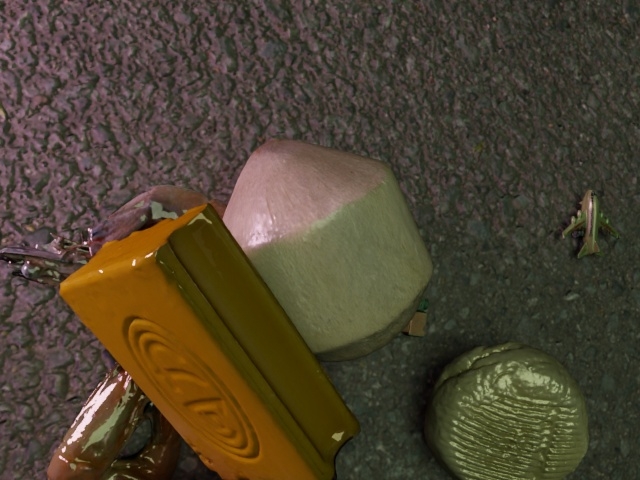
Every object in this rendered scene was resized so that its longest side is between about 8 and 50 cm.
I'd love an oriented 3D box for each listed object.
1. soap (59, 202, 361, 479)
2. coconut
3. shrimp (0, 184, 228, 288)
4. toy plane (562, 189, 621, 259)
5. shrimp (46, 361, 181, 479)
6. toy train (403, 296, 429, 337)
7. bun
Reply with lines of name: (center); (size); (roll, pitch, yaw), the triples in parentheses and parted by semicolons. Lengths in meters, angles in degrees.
soap: (-0.118, 0.133, 0.636); (0.324, 0.204, 0.096); (57, 42, -19)
coconut: (0.000, 0.000, 0.695); (0.237, 0.237, 0.266); (-37, 108, -16)
shrimp: (-0.234, 0.005, 0.734); (0.316, 0.062, 0.164); (6, 78, -18)
toy plane: (0.430, -0.025, 0.921); (0.102, 0.040, 0.111); (0, 83, -17)
shrimp: (-0.233, 0.234, 0.707); (0.145, 0.061, 0.267); (24, 75, -20)
toy train: (0.103, 0.100, 0.821); (0.103, 0.044, 0.064); (10, 92, -14)
bun: (0.246, 0.235, 0.794); (0.220, 0.134, 0.221); (1, 105, 3)
